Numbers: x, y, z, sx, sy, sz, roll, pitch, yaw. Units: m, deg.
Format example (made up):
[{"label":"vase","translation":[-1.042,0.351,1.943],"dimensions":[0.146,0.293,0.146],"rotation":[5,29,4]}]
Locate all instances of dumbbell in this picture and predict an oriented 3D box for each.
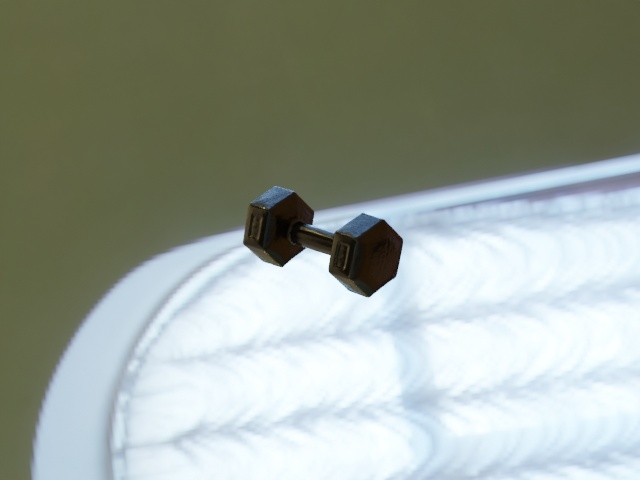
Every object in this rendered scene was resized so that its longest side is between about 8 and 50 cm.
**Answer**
[{"label":"dumbbell","translation":[0.000,0.000,0.741],"dimensions":[0.040,0.083,0.036],"rotation":[-37,-51,-35]}]
